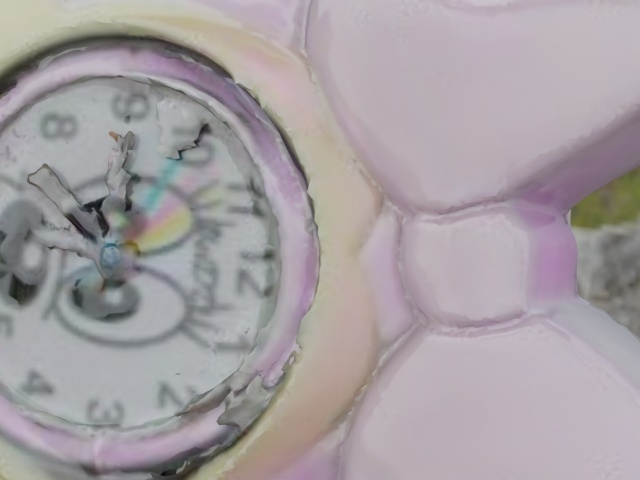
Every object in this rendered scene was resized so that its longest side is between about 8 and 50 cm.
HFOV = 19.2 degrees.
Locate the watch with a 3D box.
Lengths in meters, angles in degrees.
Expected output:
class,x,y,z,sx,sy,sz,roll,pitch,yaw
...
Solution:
class,x,y,z,sx,sy,sz,roll,pitch,yaw
watch,0.000,0.000,0.545,0.248,0.211,0.217,1,-2,16
